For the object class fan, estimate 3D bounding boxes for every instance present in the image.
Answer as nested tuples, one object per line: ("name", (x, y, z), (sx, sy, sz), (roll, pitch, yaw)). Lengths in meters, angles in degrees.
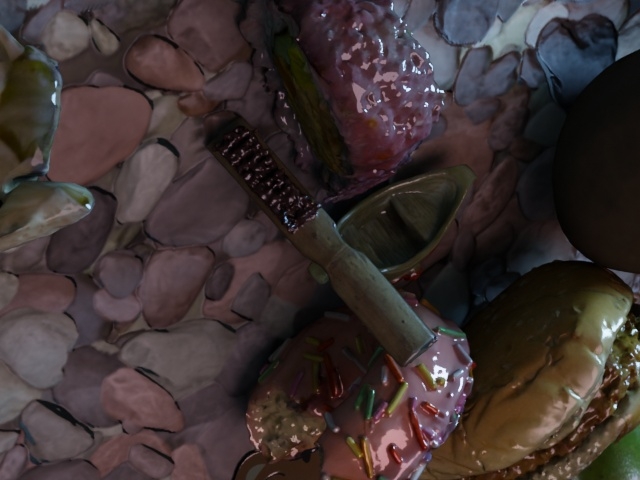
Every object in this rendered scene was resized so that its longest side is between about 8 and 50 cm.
("fan", (-0.002, 0.274, 1.606), (0.152, 0.008, 0.227), (-22, 125, -17))

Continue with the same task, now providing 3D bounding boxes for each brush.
("brush", (0.000, 0.000, 1.328), (0.043, 0.248, 0.036), (-40, 173, -2))

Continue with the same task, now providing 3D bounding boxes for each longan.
("longan", (0.322, -0.065, 1.458), (0.248, 0.248, 0.248), (-14, 123, -22))

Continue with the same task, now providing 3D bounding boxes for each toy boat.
("toy boat", (0.059, -0.005, 1.427), (0.185, 0.089, 0.071), (-33, 166, -25))

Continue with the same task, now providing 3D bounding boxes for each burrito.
("burrito", (-0.337, -0.038, 1.155), (0.331, 0.190, 0.135), (-17, 159, -17))

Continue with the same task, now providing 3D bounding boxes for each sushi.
("sushi", (0.033, -0.109, 1.305), (0.107, 0.161, 0.241), (-30, 126, -13))

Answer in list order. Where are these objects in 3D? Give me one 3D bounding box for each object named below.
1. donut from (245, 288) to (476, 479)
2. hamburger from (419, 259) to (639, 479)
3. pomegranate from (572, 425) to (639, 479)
("donut", (0.035, 0.125, 1.411), (0.199, 0.233, 0.085), (-48, 115, -13))
("hamburger", (0.174, 0.137, 1.479), (0.283, 0.259, 0.144), (-44, 101, 6))
("pomegranate", (0.258, 0.209, 1.616), (0.240, 0.190, 0.159), (-6, 113, 11))
